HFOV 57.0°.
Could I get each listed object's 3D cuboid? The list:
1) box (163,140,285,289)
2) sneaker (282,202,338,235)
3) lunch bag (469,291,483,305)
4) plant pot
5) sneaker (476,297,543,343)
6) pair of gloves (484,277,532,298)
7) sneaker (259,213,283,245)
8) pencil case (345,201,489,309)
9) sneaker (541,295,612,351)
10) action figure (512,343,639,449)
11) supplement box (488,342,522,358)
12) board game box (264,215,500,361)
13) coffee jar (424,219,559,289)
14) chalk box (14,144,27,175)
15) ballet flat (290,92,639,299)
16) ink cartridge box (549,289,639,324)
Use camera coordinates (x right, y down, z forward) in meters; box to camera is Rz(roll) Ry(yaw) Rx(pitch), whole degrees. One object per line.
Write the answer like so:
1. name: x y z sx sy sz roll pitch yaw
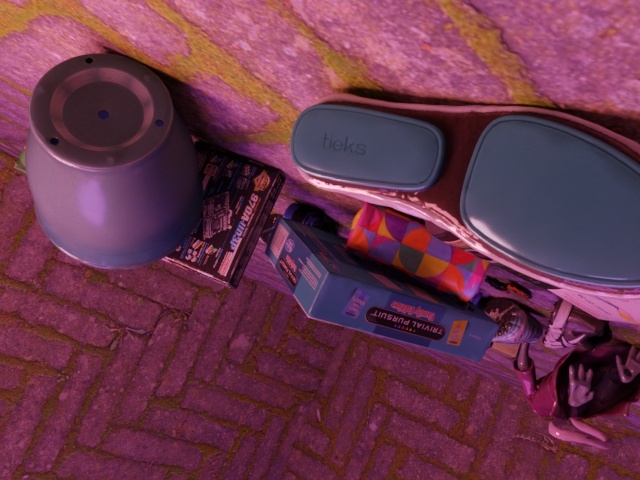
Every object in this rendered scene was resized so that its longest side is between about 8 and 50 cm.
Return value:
1. box: -0.185 -0.048 1.039 0.175 0.221 0.051 20 169 14
2. sneaker: 0.000 0.000 1.255 0.090 0.082 0.232 26 171 29
3. lunch bag: 0.190 0.117 1.352 0.220 0.138 0.293 24 179 -14
4. plant pot: -0.307 -0.127 0.877 0.271 0.272 0.255 24 154 -3
5. sneaker: 0.377 0.194 1.330 0.122 0.110 0.283 24 170 -20
6. pair of gloves: 0.356 0.090 1.117 0.074 0.010 0.083 30 171 -37
7. sneaker: -0.109 -0.022 1.432 0.211 0.080 0.081 27 -179 43
8. pencil case: 0.159 0.019 0.960 0.236 0.105 0.104 25 170 2
9. sneaker: 0.464 0.164 1.061 0.106 0.078 0.234 22 168 24
10. action figure: 0.544 0.333 1.264 0.247 0.276 0.370 18 156 1
11. supplement box: 0.509 0.286 1.632 0.083 0.056 0.083 22 170 11
12. board game box: 0.097 0.081 1.009 0.335 0.079 0.254 19 -167 -25
13. coffee jar: 0.222 -0.010 0.717 0.184 0.079 0.096 24 173 -9
14. chalk box: -0.390 -0.143 1.141 0.288 0.180 0.179 19 169 17
15. ballet flat: 0.151 -0.060 0.564 0.400 0.139 0.139 22 170 34
16. ink cartridge box: 0.379 0.059 0.748 0.115 0.067 0.198 28 169 -23
